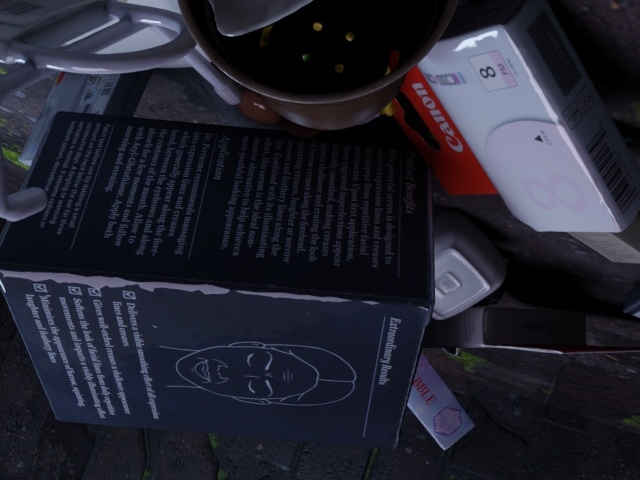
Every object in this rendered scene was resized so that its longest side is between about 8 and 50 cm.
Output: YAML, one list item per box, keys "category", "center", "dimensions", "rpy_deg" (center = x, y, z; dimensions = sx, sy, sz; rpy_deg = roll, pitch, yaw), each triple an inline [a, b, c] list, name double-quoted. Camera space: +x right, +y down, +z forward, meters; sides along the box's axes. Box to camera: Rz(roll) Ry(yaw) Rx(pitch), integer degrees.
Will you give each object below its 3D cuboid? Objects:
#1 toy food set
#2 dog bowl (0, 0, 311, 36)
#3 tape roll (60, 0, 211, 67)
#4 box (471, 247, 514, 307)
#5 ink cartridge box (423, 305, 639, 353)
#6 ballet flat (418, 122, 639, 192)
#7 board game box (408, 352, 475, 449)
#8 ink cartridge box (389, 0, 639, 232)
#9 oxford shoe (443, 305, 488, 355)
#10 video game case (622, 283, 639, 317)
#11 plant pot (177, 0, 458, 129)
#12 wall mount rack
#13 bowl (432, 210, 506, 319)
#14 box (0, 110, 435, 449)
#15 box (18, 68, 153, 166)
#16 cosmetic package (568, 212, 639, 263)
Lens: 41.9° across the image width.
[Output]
- category: "toy food set"
  center: [-0.021, -0.132, 0.769]
  dimensions: [0.128, 0.071, 0.218]
  rpy_deg: [38, 165, -25]
- category: "dog bowl"
  center: [-0.120, -0.231, 0.325]
  dimensions: [0.348, 0.102, 0.349]
  rpy_deg: [12, 154, 6]
- category: "tape roll"
  center: [-0.230, -0.257, 0.631]
  dimensions: [0.391, 0.072, 0.392]
  rpy_deg: [18, 168, 4]
- category: "box"
  center: [0.185, 0.042, 1.278]
  dimensions: [0.147, 0.078, 0.180]
  rpy_deg: [22, 168, -10]
- category: "ink cartridge box"
  center: [0.338, 0.140, 1.306]
  dimensions: [0.296, 0.066, 0.261]
  rpy_deg: [7, 171, -43]
- category: "ballet flat"
  center: [0.185, -0.070, 0.774]
  dimensions: [0.213, 0.068, 0.072]
  rpy_deg: [11, -166, 31]
- category: "board game box"
  center: [0.074, 0.128, 1.299]
  dimensions: [0.318, 0.066, 0.319]
  rpy_deg: [53, 177, -24]
- category: "ink cartridge box"
  center: [0.125, -0.091, 0.685]
  dimensions: [0.232, 0.066, 0.189]
  rpy_deg: [-3, 131, 54]
- category: "oxford shoe"
  center: [0.163, 0.103, 1.458]
  dimensions: [0.348, 0.130, 0.123]
  rpy_deg: [29, 168, -33]
- category: "video game case"
  center: [0.531, 0.092, 1.013]
  dimensions: [0.248, 0.035, 0.275]
  rpy_deg: [21, 166, 8]
- category: "plant pot"
  center: [0.002, -0.150, 0.551]
  dimensions: [0.166, 0.167, 0.165]
  rpy_deg: [19, 175, 5]
- category: "wall mount rack"
  center: [-0.226, -0.137, 0.641]
  dimensions: [0.349, 0.304, 0.131]
  rpy_deg: [15, 122, 19]
- category: "bowl"
  center: [0.172, 0.044, 1.142]
  dimensions: [0.142, 0.053, 0.142]
  rpy_deg: [-35, 116, 24]
- category: "box"
  center: [-0.093, 0.051, 0.892]
  dimensions: [0.395, 0.212, 0.294]
  rpy_deg: [5, 140, 1]
- category: "box"
  center: [-0.284, -0.152, 1.002]
  dimensions: [0.186, 0.145, 0.038]
  rpy_deg: [5, 160, 47]
- category: "cosmetic package"
  center: [0.314, -0.015, 0.910]
  dimensions: [0.115, 0.041, 0.060]
  rpy_deg: [28, 166, -32]
